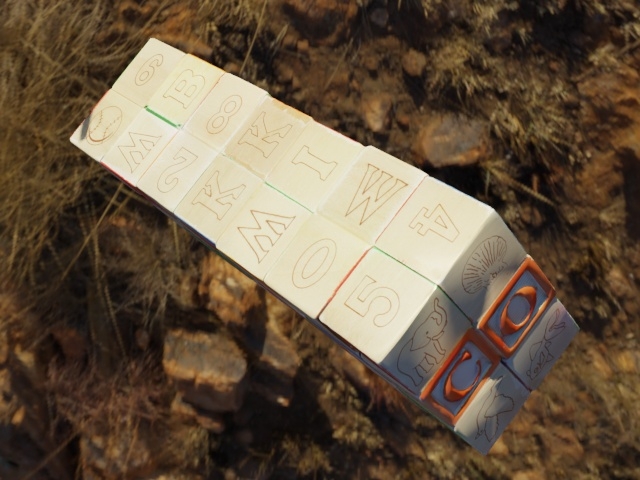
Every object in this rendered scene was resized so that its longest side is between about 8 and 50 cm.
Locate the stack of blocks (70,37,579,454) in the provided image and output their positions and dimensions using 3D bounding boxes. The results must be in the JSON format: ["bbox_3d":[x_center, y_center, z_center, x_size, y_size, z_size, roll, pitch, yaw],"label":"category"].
[{"bbox_3d":[0.000,0.000,0.557,0.087,0.297,0.171,-53,137,-5],"label":"stack of blocks"}]
